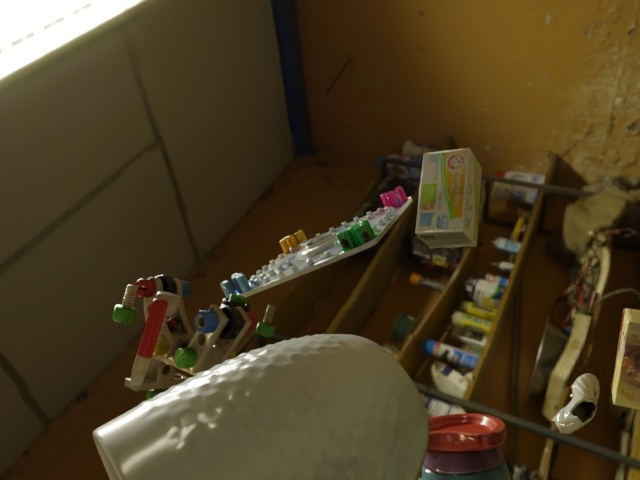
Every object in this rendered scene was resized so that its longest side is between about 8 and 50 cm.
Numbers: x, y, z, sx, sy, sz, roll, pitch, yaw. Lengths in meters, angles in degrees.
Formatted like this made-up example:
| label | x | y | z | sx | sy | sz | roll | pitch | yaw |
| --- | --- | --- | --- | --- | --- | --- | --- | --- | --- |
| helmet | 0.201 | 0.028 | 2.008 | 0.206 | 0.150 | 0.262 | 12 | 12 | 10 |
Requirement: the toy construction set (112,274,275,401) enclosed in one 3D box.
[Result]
| label | x | y | z | sx | sy | sz | roll | pitch | yaw |
| --- | --- | --- | --- | --- | --- | --- | --- | --- | --- |
| toy construction set | -0.264 | 0.204 | 0.995 | 0.309 | 0.258 | 0.237 | 14 | -87 | -77 |

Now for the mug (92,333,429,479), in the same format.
| label | x | y | z | sx | sy | sz | roll | pitch | yaw |
| --- | --- | --- | --- | --- | --- | --- | --- | --- | --- |
| mug | -0.071 | 0.260 | 0.688 | 0.328 | 0.374 | 0.276 | -25 | -78 | -30 |

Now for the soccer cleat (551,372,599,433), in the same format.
| label | x | y | z | sx | sy | sz | roll | pitch | yaw |
| --- | --- | --- | --- | --- | --- | --- | --- | --- | --- |
| soccer cleat | 0.586 | 0.359 | 1.232 | 0.196 | 0.068 | 0.076 | -31 | -10 | -39 |

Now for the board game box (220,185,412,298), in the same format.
| label | x | y | z | sx | sy | sz | roll | pitch | yaw |
| --- | --- | --- | --- | --- | --- | --- | --- | --- | --- |
| board game box | 0.000 | 0.000 | 1.321 | 0.050 | 0.390 | 0.390 | 64 | -154 | -7 |

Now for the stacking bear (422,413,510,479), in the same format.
| label | x | y | z | sx | sy | sz | roll | pitch | yaw |
| --- | --- | --- | --- | --- | --- | --- | --- | --- | --- |
| stacking bear | 0.260 | 0.466 | 0.973 | 0.164 | 0.175 | 0.289 | 7 | -106 | -64 |

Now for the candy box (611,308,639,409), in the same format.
| label | x | y | z | sx | sy | sz | roll | pitch | yaw |
| --- | --- | --- | --- | --- | --- | --- | --- | --- | --- |
| candy box | 0.744 | 0.251 | 1.060 | 0.087 | 0.317 | 0.182 | -33 | -53 | -63 |

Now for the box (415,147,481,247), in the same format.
| label | x | y | z | sx | sy | sz | roll | pitch | yaw |
| --- | --- | --- | --- | --- | --- | --- | --- | --- | --- |
| box | 0.294 | -0.095 | 1.265 | 0.103 | 0.114 | 0.203 | 34 | -121 | -53 |
